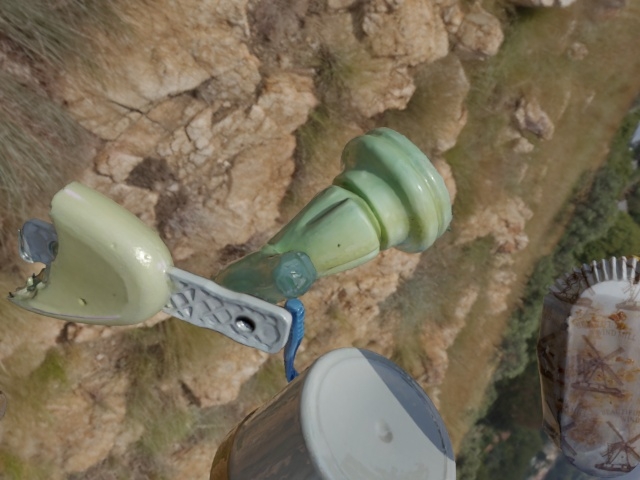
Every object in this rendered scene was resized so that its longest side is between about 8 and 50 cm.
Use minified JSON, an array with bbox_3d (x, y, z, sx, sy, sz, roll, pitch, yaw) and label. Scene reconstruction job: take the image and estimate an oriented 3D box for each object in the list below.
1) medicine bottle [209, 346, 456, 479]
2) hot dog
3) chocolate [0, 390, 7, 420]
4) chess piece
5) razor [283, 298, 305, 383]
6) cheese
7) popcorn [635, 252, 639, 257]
[{"bbox_3d":[0.013,0.291,0.809,0.238,0.237,0.232,-5,148,-48],"label":"medicine bottle"},{"bbox_3d":[0.289,0.135,0.646,0.069,0.131,0.252,-44,134,-60],"label":"hot dog"},{"bbox_3d":[-0.393,0.222,0.718,0.064,0.031,0.100,-36,-160,36],"label":"chocolate"},{"bbox_3d":[0.000,0.000,0.773,0.298,0.176,0.175,-34,145,-16],"label":"chess piece"},{"bbox_3d":[-0.043,0.188,1.070,0.253,0.042,0.082,91,10,-45],"label":"razor"},{"bbox_3d":[-0.135,0.036,0.493,0.049,0.235,0.127,-58,167,-59],"label":"cheese"},{"bbox_3d":[0.467,0.081,0.705,0.217,0.235,0.180,6,88,-40],"label":"popcorn"}]
